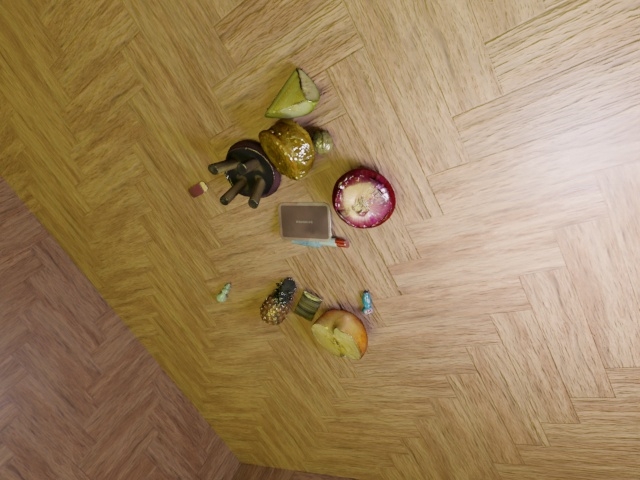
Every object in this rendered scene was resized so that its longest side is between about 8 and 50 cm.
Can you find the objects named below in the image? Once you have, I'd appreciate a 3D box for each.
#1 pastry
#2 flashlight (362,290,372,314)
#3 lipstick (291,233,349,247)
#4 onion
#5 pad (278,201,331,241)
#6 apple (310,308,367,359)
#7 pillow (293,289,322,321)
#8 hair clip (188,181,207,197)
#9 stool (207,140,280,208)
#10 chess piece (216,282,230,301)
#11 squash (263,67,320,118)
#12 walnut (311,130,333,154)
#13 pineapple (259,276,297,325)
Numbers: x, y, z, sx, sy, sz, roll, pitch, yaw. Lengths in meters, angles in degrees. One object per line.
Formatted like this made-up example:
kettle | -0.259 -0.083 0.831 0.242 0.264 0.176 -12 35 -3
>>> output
pastry | -0.118 -0.351 1.611 0.240 0.132 0.235 37 163 44
flashlight | 0.218 0.296 1.973 0.051 0.051 0.129 4 119 27
lipstick | 0.000 0.000 1.870 0.274 0.061 0.068 7 121 26
onion | 0.166 -0.164 1.597 0.248 0.161 0.248 11 133 12
pad | -0.074 -0.082 1.852 0.266 0.002 0.176 2 103 28
apple | 0.118 0.450 2.061 0.293 0.163 0.251 6 134 42
pillow | -0.066 0.342 2.170 0.113 0.038 0.203 29 132 4
hair clip | -0.611 -0.249 2.063 0.137 0.022 0.054 -18 109 37
stool | -0.325 -0.272 1.780 0.272 0.178 0.272 15 129 19
chess piece | -0.552 0.292 2.398 0.059 0.059 0.149 36 128 2
squash | -0.107 -0.482 1.555 0.252 0.093 0.169 -41 53 41
walnut | 0.006 -0.373 1.589 0.092 0.092 0.092 15 128 20
pineapple | -0.204 0.313 2.168 0.158 0.158 0.278 36 121 2
